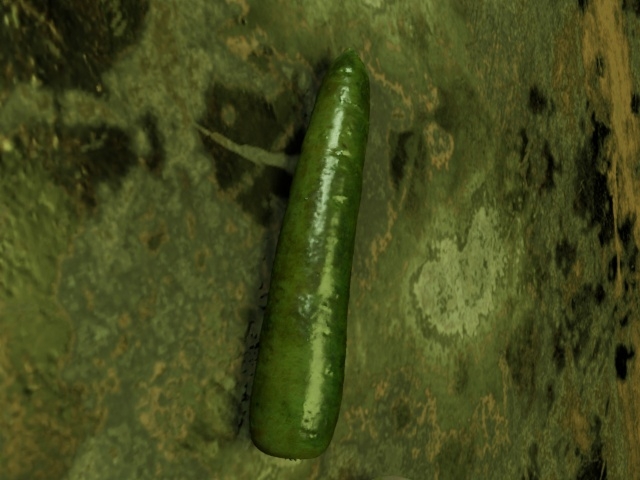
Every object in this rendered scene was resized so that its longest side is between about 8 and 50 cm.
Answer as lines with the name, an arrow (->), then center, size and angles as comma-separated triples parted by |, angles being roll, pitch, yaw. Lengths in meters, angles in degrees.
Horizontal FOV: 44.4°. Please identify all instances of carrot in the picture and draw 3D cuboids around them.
carrot -> 0.000, 0.000, 0.657 | 0.074, 0.074, 0.358 | 24, 70, -47

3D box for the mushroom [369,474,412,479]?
mushroom -> 0.062, 0.253, 0.713 | 0.084, 0.084, 0.067 | -30, 98, -46
